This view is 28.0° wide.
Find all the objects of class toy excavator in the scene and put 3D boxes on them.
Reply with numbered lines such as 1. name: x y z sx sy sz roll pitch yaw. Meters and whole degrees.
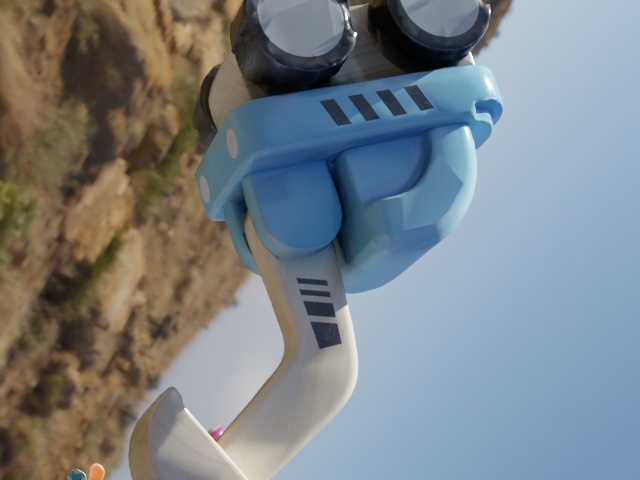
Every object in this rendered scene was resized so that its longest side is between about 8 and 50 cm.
1. toy excavator: 0.000 0.000 1.164 0.445 0.432 0.222 71 -24 15

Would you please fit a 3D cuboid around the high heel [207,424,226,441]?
1. high heel: -0.097 0.272 1.201 0.082 0.117 0.244 -30 154 -42

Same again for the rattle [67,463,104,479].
1. rattle: -0.388 0.465 1.997 0.199 0.130 0.143 -39 -133 2
